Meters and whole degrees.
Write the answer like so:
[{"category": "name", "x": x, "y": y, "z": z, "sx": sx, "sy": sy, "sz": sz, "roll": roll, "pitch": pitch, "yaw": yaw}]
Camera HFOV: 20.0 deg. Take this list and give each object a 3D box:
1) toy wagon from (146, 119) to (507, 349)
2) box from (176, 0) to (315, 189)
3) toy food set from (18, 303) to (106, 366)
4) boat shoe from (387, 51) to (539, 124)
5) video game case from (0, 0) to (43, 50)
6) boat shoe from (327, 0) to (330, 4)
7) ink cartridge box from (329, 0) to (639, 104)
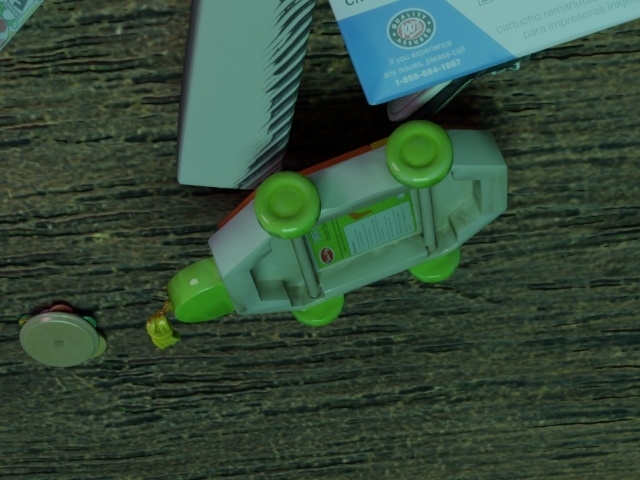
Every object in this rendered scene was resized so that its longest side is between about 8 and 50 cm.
[{"category": "toy wagon", "x": 0.000, "y": 0.000, "z": 1.612, "sx": 0.344, "sy": 0.068, "sz": 0.267, "roll": -21, "pitch": 159, "yaw": -2}, {"category": "box", "x": -0.061, "y": -0.176, "z": 1.503, "sx": 0.094, "sy": 0.113, "sz": 0.275, "roll": 4, "pitch": 136, "yaw": -7}, {"category": "toy food set", "x": -0.263, "y": 0.097, "z": 1.837, "sx": 0.083, "sy": 0.020, "sz": 0.082, "roll": -12, "pitch": 134, "yaw": 12}, {"category": "boat shoe", "x": 0.147, "y": -0.166, "z": 1.532, "sx": 0.079, "sy": 0.084, "sz": 0.233, "roll": 32, "pitch": 124, "yaw": -27}, {"category": "video game case", "x": -0.344, "y": -0.203, "z": 1.432, "sx": 0.026, "sy": 0.206, "sz": 0.227, "roll": 18, "pitch": 154, "yaw": 46}, {"category": "boat shoe", "x": 0.131, "y": -0.262, "z": 1.441, "sx": 0.277, "sy": 0.098, "sz": 0.096, "roll": -32, "pitch": 153, "yaw": 19}, {"category": "ink cartridge box", "x": 0.089, "y": -0.284, "z": 1.300, "sx": 0.223, "sy": 0.129, "sz": 0.307, "roll": -17, "pitch": 107, "yaw": 16}]
